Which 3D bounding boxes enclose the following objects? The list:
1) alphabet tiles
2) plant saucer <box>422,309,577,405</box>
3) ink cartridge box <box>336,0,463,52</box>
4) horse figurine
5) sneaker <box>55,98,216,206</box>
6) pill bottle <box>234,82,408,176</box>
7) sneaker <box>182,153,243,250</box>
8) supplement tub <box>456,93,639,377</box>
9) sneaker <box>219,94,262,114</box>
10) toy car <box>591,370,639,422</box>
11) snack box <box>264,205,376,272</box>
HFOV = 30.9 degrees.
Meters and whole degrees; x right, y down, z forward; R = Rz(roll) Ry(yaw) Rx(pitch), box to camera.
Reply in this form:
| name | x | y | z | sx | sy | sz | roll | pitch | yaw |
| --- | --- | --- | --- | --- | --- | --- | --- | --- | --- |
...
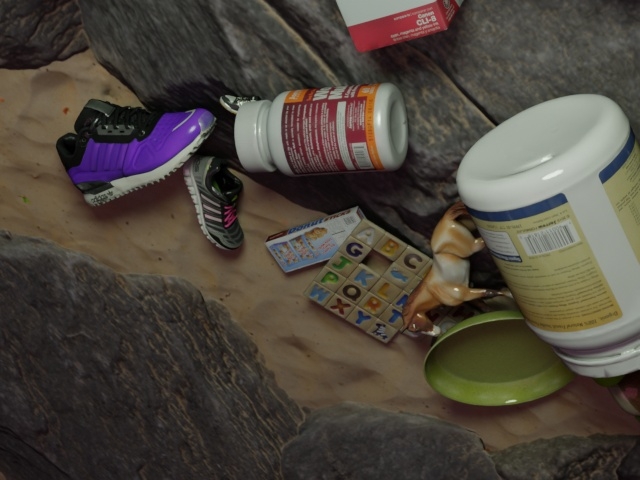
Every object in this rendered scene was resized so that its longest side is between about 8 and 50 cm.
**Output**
| name | x | y | z | sx | sy | sz | roll | pitch | yaw |
| --- | --- | --- | --- | --- | --- | --- | --- | --- | --- |
| alphabet tiles | 0.118 | 0.086 | 1.792 | 0.237 | 0.009 | 0.198 | 31 | 131 | -8 |
| plant saucer | 0.272 | 0.171 | 1.735 | 0.241 | 0.037 | 0.241 | -1 | 142 | -1 |
| ink cartridge box | 0.085 | -0.346 | 1.416 | 0.127 | 0.128 | 0.176 | -10 | 121 | 30 |
| horse figurine | 0.215 | 0.033 | 1.678 | 0.174 | 0.066 | 0.263 | 10 | 125 | 10 |
| sneaker | -0.296 | -0.157 | 1.752 | 0.293 | 0.102 | 0.146 | -21 | 113 | 35 |
| pill bottle | 0.001 | -0.150 | 1.599 | 0.221 | 0.121 | 0.121 | -2 | 124 | 20 |
| sneaker | -0.150 | -0.059 | 1.784 | 0.075 | 0.063 | 0.170 | -4 | 118 | 34 |
| supplement tub | 0.336 | -0.003 | 1.494 | 0.228 | 0.228 | 0.316 | -15 | 117 | 33 |
| sneaker | -0.104 | -0.199 | 1.683 | 0.083 | 0.032 | 0.037 | 21 | 125 | -4 |
| toy car | 0.481 | 0.146 | 1.612 | 0.188 | 0.149 | 0.155 | -35 | 123 | 23 |
| snack box | 0.000 | 0.000 | 1.788 | 0.178 | 0.022 | 0.064 | -18 | 118 | 34 |
